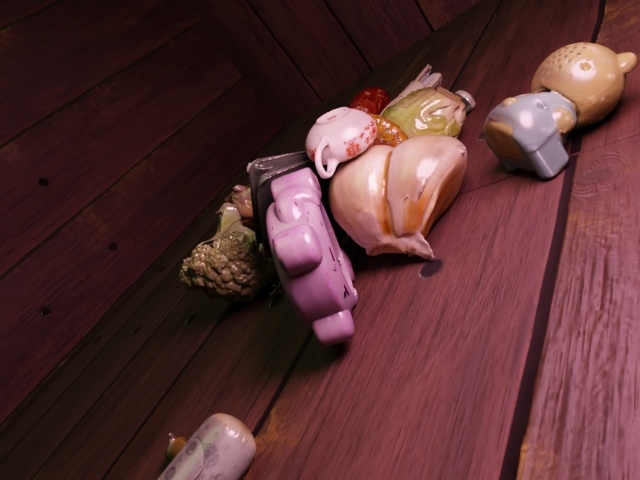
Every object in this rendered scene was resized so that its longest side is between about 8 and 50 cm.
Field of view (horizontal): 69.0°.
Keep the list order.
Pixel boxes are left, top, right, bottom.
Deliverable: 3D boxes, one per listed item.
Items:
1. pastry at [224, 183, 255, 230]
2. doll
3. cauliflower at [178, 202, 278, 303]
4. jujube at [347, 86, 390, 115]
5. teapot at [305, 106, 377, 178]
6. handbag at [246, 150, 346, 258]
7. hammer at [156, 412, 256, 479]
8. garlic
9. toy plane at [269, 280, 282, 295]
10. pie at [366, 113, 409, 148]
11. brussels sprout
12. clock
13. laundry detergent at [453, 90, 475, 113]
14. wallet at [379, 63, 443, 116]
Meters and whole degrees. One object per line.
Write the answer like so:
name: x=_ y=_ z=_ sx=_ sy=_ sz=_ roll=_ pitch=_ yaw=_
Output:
pastry: x=-0.169 y=-0.116 z=1.602 sx=0.330 sy=0.136 sz=0.329 roll=-14 pitch=-8 yaw=-2
doll: x=0.459 y=-0.263 z=0.906 sx=0.261 sy=0.161 sz=0.177 roll=-42 pitch=19 yaw=2
cauliflower: x=-0.251 y=0.061 z=1.391 sx=0.328 sy=0.260 sz=0.281 roll=-1 pitch=32 yaw=5
jujube: x=0.191 y=-0.530 z=1.920 sx=0.250 sy=0.174 sz=0.174 roll=-48 pitch=21 yaw=-28
teapot: x=0.038 y=-0.216 z=1.002 sx=0.159 sy=0.116 sz=0.245 roll=8 pitch=43 yaw=28
handbag: x=-0.040 y=-0.098 z=1.136 sx=0.260 sy=0.247 sz=0.079 roll=-19 pitch=42 yaw=-21
hammer: x=-0.240 y=0.405 z=0.858 sx=0.202 sy=0.113 sz=0.305 roll=-47 pitch=13 yaw=-26
garlic: x=0.180 y=-0.117 z=1.020 sx=0.286 sy=0.249 sz=0.312 roll=-16 pitch=41 yaw=50
toy plane: x=-0.096 y=0.111 z=1.292 sx=0.121 sy=0.031 sz=0.049 roll=-43 pitch=15 yaw=-14
pie: x=0.125 y=-0.200 z=1.204 sx=0.274 sy=0.273 sz=0.069 roll=-29 pitch=22 yaw=28
brussels sprout: x=0.272 y=-0.305 z=1.271 sx=0.244 sy=0.244 sz=0.244 roll=-35 pitch=21 yaw=15
clock: x=-0.013 y=0.031 z=0.934 sx=0.114 sy=0.295 sz=0.322 roll=-20 pitch=25 yaw=6
laundry detergent: x=0.356 y=-0.359 z=1.415 sx=0.226 sy=0.070 sz=0.099 roll=-40 pitch=29 yaw=4
wallet: x=0.268 y=-0.396 z=1.484 sx=0.309 sy=0.077 sz=0.223 roll=-46 pitch=-16 yaw=-26
